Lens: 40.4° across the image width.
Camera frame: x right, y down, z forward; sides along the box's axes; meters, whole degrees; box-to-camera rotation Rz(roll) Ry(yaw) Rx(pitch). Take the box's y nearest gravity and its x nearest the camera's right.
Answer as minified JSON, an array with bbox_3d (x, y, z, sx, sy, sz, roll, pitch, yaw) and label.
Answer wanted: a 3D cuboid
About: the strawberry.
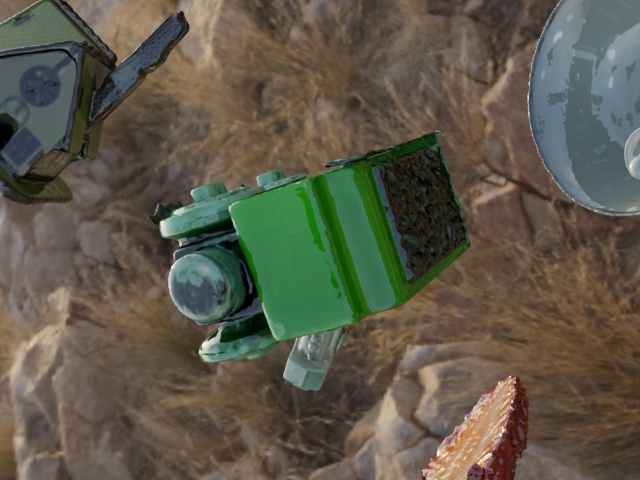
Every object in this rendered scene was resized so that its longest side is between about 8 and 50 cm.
[{"bbox_3d":[0.238,0.330,1.261,0.286,0.106,0.188,-46,4,-29],"label":"strawberry"}]

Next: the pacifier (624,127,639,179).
[{"bbox_3d":[0.329,-0.079,0.851,0.083,0.064,0.068,44,135,34],"label":"pacifier"}]

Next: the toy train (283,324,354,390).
[{"bbox_3d":[0.005,0.127,1.275,0.125,0.081,0.194,-63,-9,-46],"label":"toy train"}]

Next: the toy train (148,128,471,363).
[{"bbox_3d":[0.000,0.000,0.653,0.188,0.243,0.132,-16,95,28],"label":"toy train"}]

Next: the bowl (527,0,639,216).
[{"bbox_3d":[0.443,-0.198,1.127,0.337,0.158,0.337,1,91,58],"label":"bowl"}]

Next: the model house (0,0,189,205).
[{"bbox_3d":[-0.300,-0.209,1.006,0.279,0.218,0.205,-45,1,4],"label":"model house"}]
